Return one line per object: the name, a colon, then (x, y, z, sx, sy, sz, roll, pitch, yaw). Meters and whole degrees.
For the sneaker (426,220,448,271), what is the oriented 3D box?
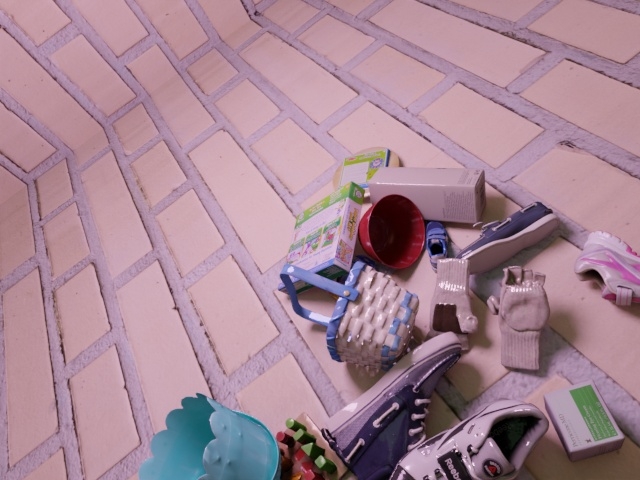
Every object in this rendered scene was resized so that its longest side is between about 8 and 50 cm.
sneaker: (0.283, 0.003, 1.143, 0.053, 0.059, 0.144, -15, 49, 18)

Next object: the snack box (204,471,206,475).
snack box: (-0.307, 0.568, 1.059, 0.064, 0.022, 0.178, 18, 67, 37)

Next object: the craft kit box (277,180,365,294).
craft kit box: (0.000, 0.000, 1.219, 0.250, 0.061, 0.246, -27, 43, 49)

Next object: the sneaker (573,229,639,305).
sneaker: (0.604, 0.087, 0.902, 0.111, 0.103, 0.252, -46, 43, -4)

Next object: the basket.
basket: (0.059, 0.158, 1.027, 0.289, 0.254, 0.201, 16, 65, 14)

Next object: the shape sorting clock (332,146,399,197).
shape sorting clock: (0.132, -0.198, 1.378, 0.206, 0.040, 0.206, -16, 50, 21)

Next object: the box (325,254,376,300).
box: (0.082, 0.099, 1.199, 0.136, 0.028, 0.081, -45, 49, -12)

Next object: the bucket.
bucket: (-0.220, 0.462, 0.930, 0.281, 0.183, 0.281, -38, 32, 29)

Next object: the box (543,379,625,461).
box: (0.448, 0.310, 0.809, 0.087, 0.102, 0.101, -23, 51, 13)

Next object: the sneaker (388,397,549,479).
sneaker: (0.241, 0.374, 0.788, 0.331, 0.146, 0.122, -35, 76, -14)

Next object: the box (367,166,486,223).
box: (0.268, -0.118, 1.192, 0.275, 0.113, 0.094, 8, 40, 30)

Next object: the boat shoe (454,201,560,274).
boat shoe: (0.408, -0.009, 1.065, 0.255, 0.095, 0.079, -31, 50, 3)

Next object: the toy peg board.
toy peg board: (-0.055, 0.461, 0.972, 0.160, 0.079, 0.161, -44, 49, -8)

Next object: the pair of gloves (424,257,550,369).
pair of gloves: (0.338, 0.145, 0.970, 0.240, 0.042, 0.204, 9, 90, 34)

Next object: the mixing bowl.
mixing bowl: (0.160, -0.019, 1.169, 0.098, 0.181, 0.181, -8, 48, 57)

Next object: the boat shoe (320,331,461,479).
boat shoe: (0.175, 0.341, 0.926, 0.340, 0.127, 0.158, -41, 55, 5)
